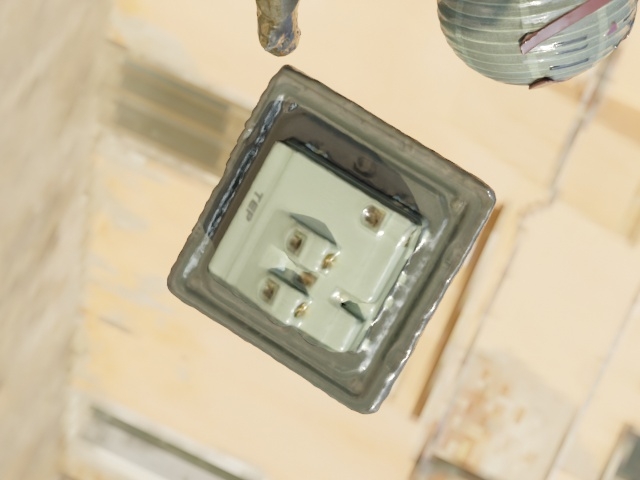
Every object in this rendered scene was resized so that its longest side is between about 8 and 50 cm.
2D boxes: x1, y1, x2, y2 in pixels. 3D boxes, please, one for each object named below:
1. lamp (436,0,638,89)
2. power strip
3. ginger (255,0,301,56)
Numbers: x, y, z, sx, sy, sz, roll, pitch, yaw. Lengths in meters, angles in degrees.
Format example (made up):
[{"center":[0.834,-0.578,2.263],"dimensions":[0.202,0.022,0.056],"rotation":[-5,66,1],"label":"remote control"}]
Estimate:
[{"center":[0.284,-0.308,2.546],"dimensions":[0.265,0.233,0.233],"rotation":[-31,161,-17],"label":"lamp"},{"center":[-0.002,-0.001,1.859],"dimensions":[0.257,0.251,0.092],"rotation":[-62,157,11],"label":"power strip"},{"center":[-0.035,-0.318,2.105],"dimensions":[0.131,0.086,0.294],"rotation":[-88,-175,-47],"label":"ginger"}]
